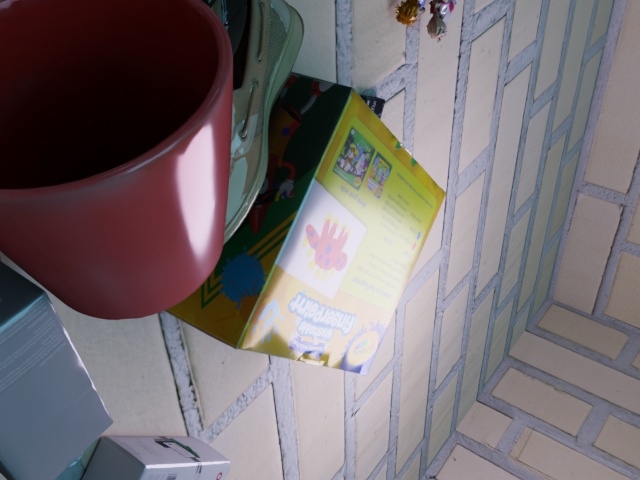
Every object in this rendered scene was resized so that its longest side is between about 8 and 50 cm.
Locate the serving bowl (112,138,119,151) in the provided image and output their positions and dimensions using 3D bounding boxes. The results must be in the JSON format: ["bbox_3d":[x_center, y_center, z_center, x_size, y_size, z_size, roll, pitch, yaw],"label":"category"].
[{"bbox_3d":[-0.208,-0.136,0.799,0.083,0.027,0.083,-28,134,-33],"label":"serving bowl"}]

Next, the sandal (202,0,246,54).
[{"bbox_3d":[-0.157,-0.309,0.724,0.120,0.086,0.303,-30,120,-39],"label":"sandal"}]

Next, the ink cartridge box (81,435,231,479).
[{"bbox_3d":[-0.251,0.380,1.030,0.160,0.092,0.219,-64,151,-3],"label":"ink cartridge box"}]

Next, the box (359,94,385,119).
[{"bbox_3d":[0.083,-0.214,1.239,0.067,0.018,0.083,-10,119,-57],"label":"box"}]

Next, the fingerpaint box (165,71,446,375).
[{"bbox_3d":[0.000,0.000,1.107,0.444,0.163,0.371,28,85,-60],"label":"fingerpaint box"}]

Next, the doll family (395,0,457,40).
[{"bbox_3d":[0.183,-0.450,1.174,0.263,0.118,0.163,86,29,-69],"label":"doll family"}]

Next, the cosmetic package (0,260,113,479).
[{"bbox_3d":[-0.327,0.151,0.741,0.127,0.107,0.238,-43,146,-35],"label":"cosmetic package"}]

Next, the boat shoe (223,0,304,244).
[{"bbox_3d":[-0.127,-0.154,0.850,0.110,0.121,0.341,27,76,-56],"label":"boat shoe"}]

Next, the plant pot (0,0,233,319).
[{"bbox_3d":[-0.204,-0.068,0.655,0.275,0.274,0.243,-49,156,-28],"label":"plant pot"}]
